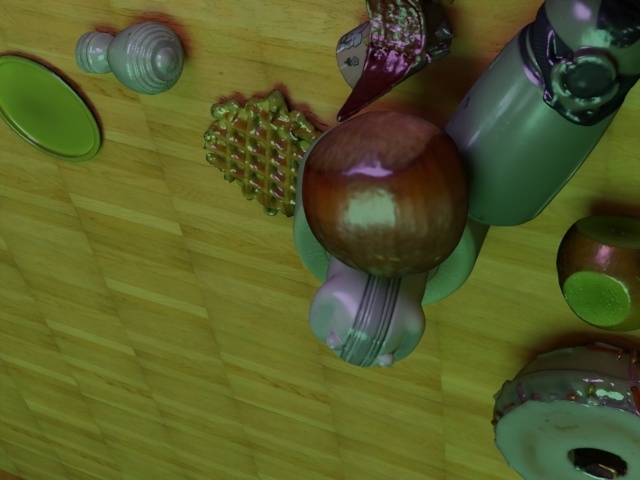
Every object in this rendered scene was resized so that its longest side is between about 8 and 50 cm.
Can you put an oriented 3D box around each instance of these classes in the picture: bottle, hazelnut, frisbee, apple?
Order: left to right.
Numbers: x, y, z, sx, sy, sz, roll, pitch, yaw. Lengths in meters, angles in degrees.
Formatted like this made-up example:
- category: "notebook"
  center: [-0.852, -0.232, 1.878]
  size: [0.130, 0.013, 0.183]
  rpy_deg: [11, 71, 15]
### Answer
- category: "frisbee"
  center: [-0.480, -0.228, 1.825]
  size: [0.236, 0.017, 0.236]
  rpy_deg: [20, 144, 15]
- category: "hazelnut"
  center: [0.075, -0.051, 1.255]
  size: [0.214, 0.176, 0.214]
  rpy_deg: [21, 121, 40]
- category: "bottle"
  center: [0.100, -0.249, 1.313]
  size: [0.152, 0.099, 0.099]
  rpy_deg: [-25, 118, 42]
- category: "bottle"
  center: [0.265, -0.167, 1.223]
  size: [0.168, 0.168, 0.347]
  rpy_deg: [31, 143, 0]
- category: "apple"
  center: [0.402, 0.039, 1.389]
  size: [0.147, 0.146, 0.163]
  rpy_deg: [-4, 117, 50]

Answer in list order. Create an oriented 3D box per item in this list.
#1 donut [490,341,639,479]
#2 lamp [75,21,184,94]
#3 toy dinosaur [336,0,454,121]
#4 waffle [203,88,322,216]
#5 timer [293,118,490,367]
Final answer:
- category: "donut"
  center: [0.460, 0.304, 1.675]
  size: [0.382, 0.142, 0.382]
  rpy_deg: [19, 143, 15]
- category: "lamp"
  center: [-0.284, -0.275, 1.560]
  size: [0.193, 0.106, 0.106]
  rpy_deg: [15, 143, 37]
- category: "toy dinosaur"
  center: [0.064, -0.305, 1.186]
  size: [0.206, 0.113, 0.327]
  rpy_deg: [39, 127, 8]
- category: "waffle"
  center: [-0.070, -0.128, 1.622]
  size: [0.238, 0.059, 0.243]
  rpy_deg: [-16, 122, 50]
- category: "timer"
  center: [0.079, 0.036, 1.433]
  size: [0.291, 0.315, 0.291]
  rpy_deg: [9, 138, 8]
